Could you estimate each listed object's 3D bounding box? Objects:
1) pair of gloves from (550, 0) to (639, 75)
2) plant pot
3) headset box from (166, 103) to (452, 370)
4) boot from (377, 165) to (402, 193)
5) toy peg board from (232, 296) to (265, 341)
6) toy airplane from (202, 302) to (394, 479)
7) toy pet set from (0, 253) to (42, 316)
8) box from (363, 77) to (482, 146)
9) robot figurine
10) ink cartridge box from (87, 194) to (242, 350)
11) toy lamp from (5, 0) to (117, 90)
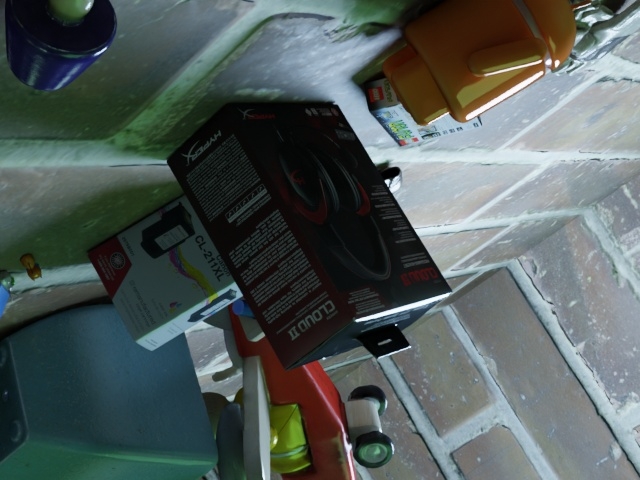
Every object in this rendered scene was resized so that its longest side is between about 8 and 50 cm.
[{"bbox_3d":[0.343,-0.272,1.616,0.240,0.042,0.204,-19,166,-34],"label":"pair of gloves"},{"bbox_3d":[-0.329,0.229,1.590,0.252,0.247,0.248,13,138,-44],"label":"plant pot"},{"bbox_3d":[0.000,0.000,1.312,0.110,0.293,0.218,-38,164,30],"label":"headset box"},{"bbox_3d":[0.066,-0.070,1.769,0.118,0.042,0.087,-27,160,-22],"label":"boot"},{"bbox_3d":[-0.079,0.017,1.530,0.161,0.160,0.079,-38,150,27],"label":"toy peg board"},{"bbox_3d":[-0.096,0.206,1.744,0.272,0.384,0.386,-28,161,12],"label":"toy airplane"},{"bbox_3d":[-0.350,0.067,1.293,0.122,0.065,0.114,-29,167,-11],"label":"toy pet set"},{"bbox_3d":[0.129,-0.163,1.477,0.114,0.036,0.207,-13,170,11],"label":"box"},{"bbox_3d":[0.178,-0.209,1.291,0.219,0.128,0.158,-31,166,2],"label":"robot figurine"},{"bbox_3d":[-0.162,0.027,1.421,0.175,0.127,0.072,-32,164,0],"label":"ink cartridge box"},{"bbox_3d":[-0.145,-0.192,0.770,0.080,0.080,0.274,-21,161,-36],"label":"toy lamp"}]
